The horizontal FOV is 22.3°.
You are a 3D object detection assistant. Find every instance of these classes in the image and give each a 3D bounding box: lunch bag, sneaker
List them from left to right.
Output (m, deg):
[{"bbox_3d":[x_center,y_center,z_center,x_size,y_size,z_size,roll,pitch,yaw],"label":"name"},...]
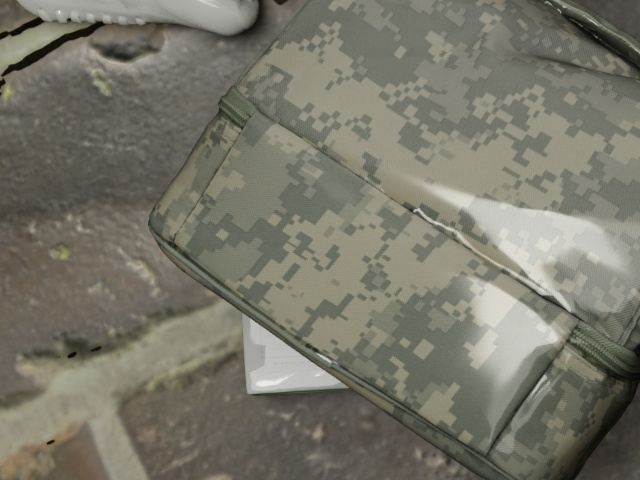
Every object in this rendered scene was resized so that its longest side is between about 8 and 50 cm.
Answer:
[{"bbox_3d":[-0.154,-0.191,1.156,0.235,0.090,0.095,26,106,11],"label":"sneaker"},{"bbox_3d":[0.097,-0.028,0.964,0.305,0.212,0.256,35,98,19],"label":"lunch bag"}]

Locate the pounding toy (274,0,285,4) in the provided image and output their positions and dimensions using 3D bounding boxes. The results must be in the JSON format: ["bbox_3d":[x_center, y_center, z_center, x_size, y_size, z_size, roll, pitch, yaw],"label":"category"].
[{"bbox_3d":[-0.025,-0.305,1.126,0.181,0.094,0.206,-37,84,6],"label":"pounding toy"}]

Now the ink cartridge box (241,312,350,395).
[{"bbox_3d":[0.000,0.000,1.131,0.109,0.062,0.209,-4,88,8],"label":"ink cartridge box"}]
